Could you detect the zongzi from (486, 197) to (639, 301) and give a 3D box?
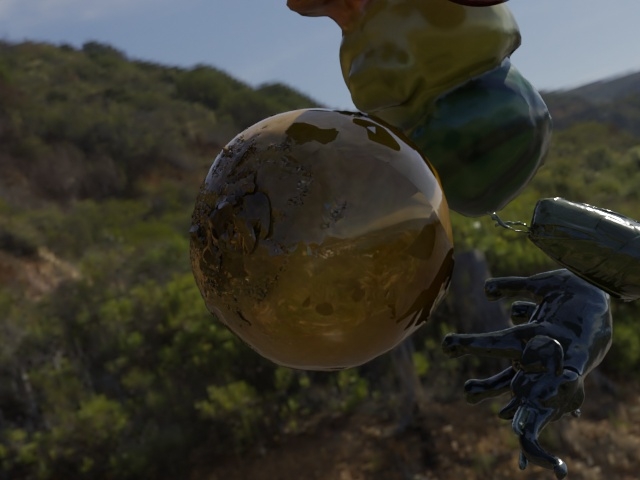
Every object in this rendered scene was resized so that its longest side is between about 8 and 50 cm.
[{"bbox_3d":[0.219,-0.005,1.048,0.062,0.154,0.130,-62,10,-7],"label":"zongzi"}]

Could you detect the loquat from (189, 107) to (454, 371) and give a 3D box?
[{"bbox_3d":[0.000,0.000,1.144,0.235,0.235,0.235,-17,-2,-1],"label":"loquat"}]

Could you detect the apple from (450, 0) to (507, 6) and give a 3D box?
[{"bbox_3d":[0.156,-0.303,1.274,0.153,0.153,0.120,-17,41,-4],"label":"apple"}]

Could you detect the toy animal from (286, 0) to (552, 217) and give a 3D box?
[{"bbox_3d":[0.133,-0.187,1.461,0.191,0.338,0.216,-31,8,25],"label":"toy animal"}]

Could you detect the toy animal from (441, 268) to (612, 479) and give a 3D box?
[{"bbox_3d":[0.184,0.112,1.190,0.137,0.082,0.269,-5,34,29],"label":"toy animal"}]
